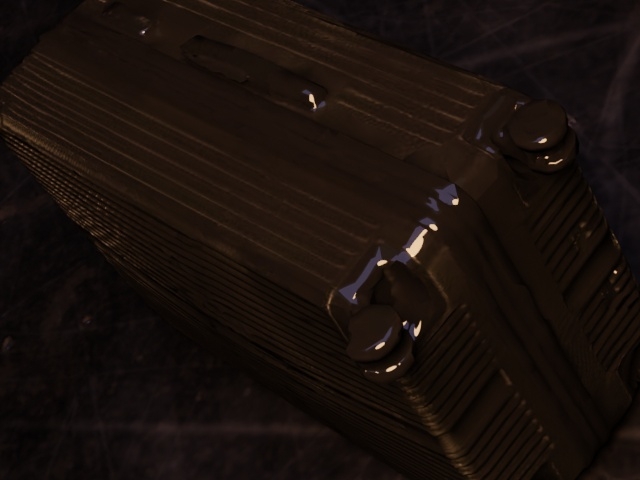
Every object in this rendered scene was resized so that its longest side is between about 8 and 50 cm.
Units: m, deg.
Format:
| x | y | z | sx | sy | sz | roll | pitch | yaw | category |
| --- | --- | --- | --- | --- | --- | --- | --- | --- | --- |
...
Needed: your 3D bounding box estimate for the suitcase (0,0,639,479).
| x | y | z | sx | sy | sz | roll | pitch | yaw | category |
| --- | --- | --- | --- | --- | --- | --- | --- | --- | --- |
| 0.000 | 0.000 | 0.925 | 0.335 | 0.229 | 0.152 | 27 | 70 | 42 | suitcase |
